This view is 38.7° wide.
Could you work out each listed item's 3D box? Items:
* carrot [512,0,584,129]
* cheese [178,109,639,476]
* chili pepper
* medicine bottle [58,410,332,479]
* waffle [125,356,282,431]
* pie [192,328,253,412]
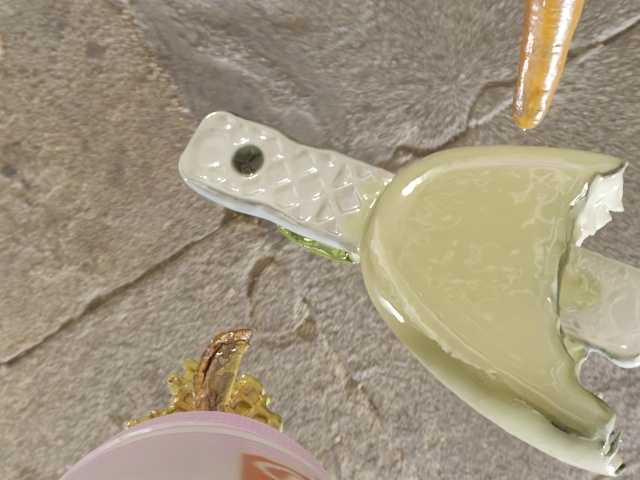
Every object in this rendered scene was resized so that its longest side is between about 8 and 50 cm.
[{"bbox_3d":[0.203,-0.187,0.820,0.061,0.061,0.210,9,132,7],"label":"carrot"},{"bbox_3d":[0.038,-0.002,0.401,0.235,0.050,0.127,21,76,21],"label":"cheese"},{"bbox_3d":[0.000,0.000,1.597,0.201,0.050,0.052,23,114,43],"label":"chili pepper"},{"bbox_3d":[-0.061,0.190,0.405,0.202,0.316,0.202,0,87,-4],"label":"medicine bottle"},{"bbox_3d":[-0.213,0.354,1.680,0.281,0.301,0.058,14,134,-3],"label":"waffle"},{"bbox_3d":[-0.178,0.225,1.578,0.033,0.191,0.088,-13,140,44],"label":"pie"}]
